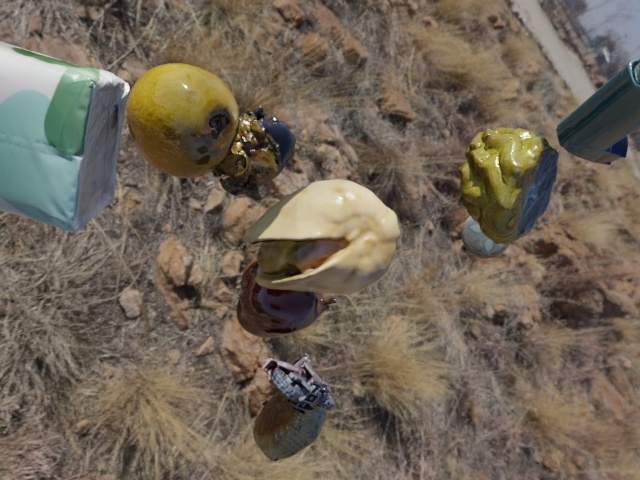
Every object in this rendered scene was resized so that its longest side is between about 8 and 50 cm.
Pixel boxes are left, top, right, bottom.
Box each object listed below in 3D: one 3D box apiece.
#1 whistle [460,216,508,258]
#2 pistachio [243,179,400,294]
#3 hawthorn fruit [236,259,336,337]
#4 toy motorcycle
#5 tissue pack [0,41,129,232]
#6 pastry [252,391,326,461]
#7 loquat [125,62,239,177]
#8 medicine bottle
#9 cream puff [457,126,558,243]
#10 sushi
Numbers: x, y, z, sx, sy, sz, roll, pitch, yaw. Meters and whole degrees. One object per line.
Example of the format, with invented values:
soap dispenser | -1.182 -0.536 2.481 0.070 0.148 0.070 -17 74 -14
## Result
whistle | 0.394 -0.036 1.135 0.057 0.220 0.107 -12 66 -49
pistachio | 0.000 0.000 1.040 0.238 0.321 0.229 -23 100 -68
hawthorn fruit | -0.085 0.146 1.302 0.208 0.248 0.208 10 90 -88
toy motorcycle | -0.046 0.266 0.992 0.118 0.084 0.212 46 1 34
tissue pack | -0.532 -0.195 0.873 0.356 0.266 0.194 16 20 -5
pastry | -0.079 0.449 1.313 0.093 0.192 0.182 51 5 -22
loquat | -0.330 -0.291 1.251 0.275 0.274 0.275 35 45 -44
medicine bottle | 0.481 -0.208 0.817 0.258 0.124 0.079 115 -22 -69
cream puff | 0.224 -0.078 0.659 0.146 0.116 0.146 -26 130 -35
sushi | -0.196 -0.244 1.450 0.200 0.213 0.204 36 34 -6
